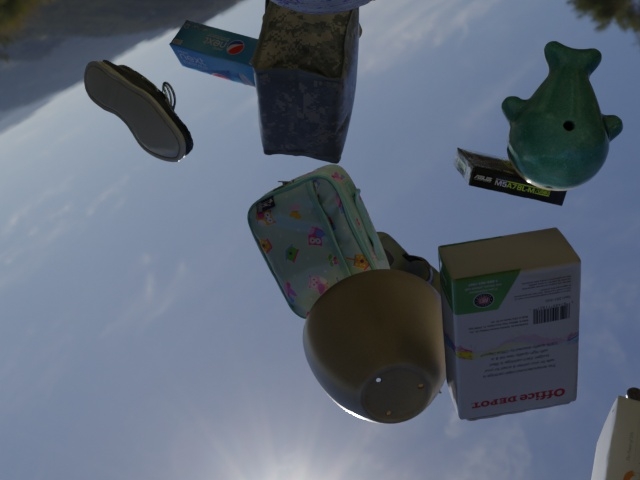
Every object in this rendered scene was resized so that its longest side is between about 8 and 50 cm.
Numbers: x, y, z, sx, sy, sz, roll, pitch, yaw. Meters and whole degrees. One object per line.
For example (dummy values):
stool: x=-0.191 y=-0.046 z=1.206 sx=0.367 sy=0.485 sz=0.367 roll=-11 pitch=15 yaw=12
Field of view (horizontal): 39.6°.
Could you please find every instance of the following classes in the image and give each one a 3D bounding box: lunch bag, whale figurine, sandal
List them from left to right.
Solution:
lunch bag: x=-0.015 y=-0.318 z=1.507 sx=0.168 sy=0.235 sz=0.287 roll=9 pitch=-119 yaw=5
lunch bag: x=0.000 y=0.000 z=1.712 sx=0.224 sy=0.279 sz=0.108 roll=-21 pitch=-171 yaw=30
sandal: x=0.211 y=0.081 z=2.135 sx=0.086 sy=0.302 sz=0.120 roll=12 pitch=-105 yaw=44
whale figurine: x=0.427 y=-0.226 z=1.553 sx=0.216 sy=0.272 sz=0.141 roll=13 pitch=171 yaw=5

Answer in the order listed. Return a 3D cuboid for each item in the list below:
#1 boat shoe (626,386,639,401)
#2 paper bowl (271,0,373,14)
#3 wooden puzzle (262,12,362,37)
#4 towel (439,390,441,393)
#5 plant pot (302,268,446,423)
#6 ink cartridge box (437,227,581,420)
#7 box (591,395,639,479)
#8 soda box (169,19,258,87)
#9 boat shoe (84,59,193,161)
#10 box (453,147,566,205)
boat shoe: x=0.762 y=0.372 z=2.026 sx=0.075 sy=0.206 sz=0.065 roll=-42 pitch=-130 yaw=30
paper bowl: x=0.009 y=-0.453 z=1.249 sx=0.284 sy=0.284 sz=0.148 roll=-29 pitch=164 yaw=4
wooden puzzle: x=-0.017 y=-0.441 z=1.819 sx=0.044 sy=0.221 sz=0.238 roll=-11 pitch=163 yaw=-38
towel: x=0.267 y=0.336 z=2.185 sx=0.009 sy=0.083 sz=0.060 roll=-35 pitch=-152 yaw=-9
plant pot: x=0.117 y=0.222 z=1.618 sx=0.284 sy=0.284 sz=0.191 roll=-27 pitch=-151 yaw=7
ink cartridge box: x=0.304 y=0.138 z=1.444 sx=0.201 sy=0.278 sz=0.117 roll=-9 pitch=-151 yaw=-2
box: x=0.655 y=0.443 z=1.538 sx=0.345 sy=0.168 sz=0.215 roll=15 pitch=-132 yaw=13
soda box: x=-0.183 y=-0.359 z=1.724 sx=0.210 sy=0.071 sz=0.067 roll=21 pitch=-112 yaw=25
boat shoe: x=-0.274 y=-0.207 z=1.402 sx=0.254 sy=0.095 sz=0.079 roll=35 pitch=-145 yaw=32
box: x=0.362 y=-0.126 z=1.722 sx=0.184 sy=0.045 sz=0.191 roll=10 pitch=-163 yaw=-3
